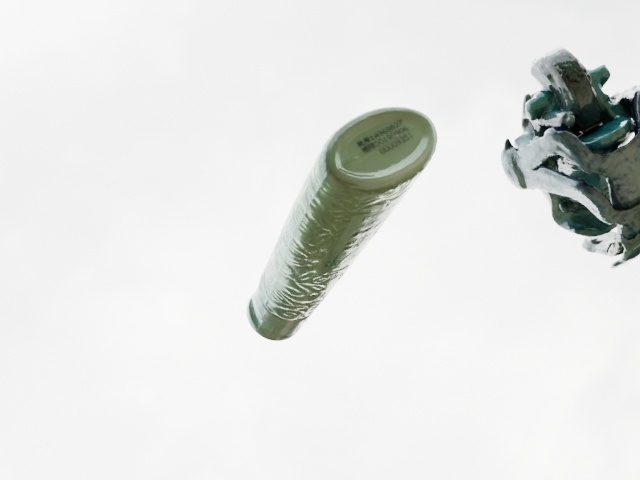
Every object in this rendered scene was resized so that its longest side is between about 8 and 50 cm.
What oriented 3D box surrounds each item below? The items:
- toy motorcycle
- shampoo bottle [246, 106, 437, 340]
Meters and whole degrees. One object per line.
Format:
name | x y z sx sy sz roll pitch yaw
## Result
toy motorcycle | 0.276 -0.079 1.251 0.154 0.206 0.260 -29 -20 -5
shampoo bottle | 0.000 0.000 0.639 0.069 0.041 0.191 -34 -13 -32
